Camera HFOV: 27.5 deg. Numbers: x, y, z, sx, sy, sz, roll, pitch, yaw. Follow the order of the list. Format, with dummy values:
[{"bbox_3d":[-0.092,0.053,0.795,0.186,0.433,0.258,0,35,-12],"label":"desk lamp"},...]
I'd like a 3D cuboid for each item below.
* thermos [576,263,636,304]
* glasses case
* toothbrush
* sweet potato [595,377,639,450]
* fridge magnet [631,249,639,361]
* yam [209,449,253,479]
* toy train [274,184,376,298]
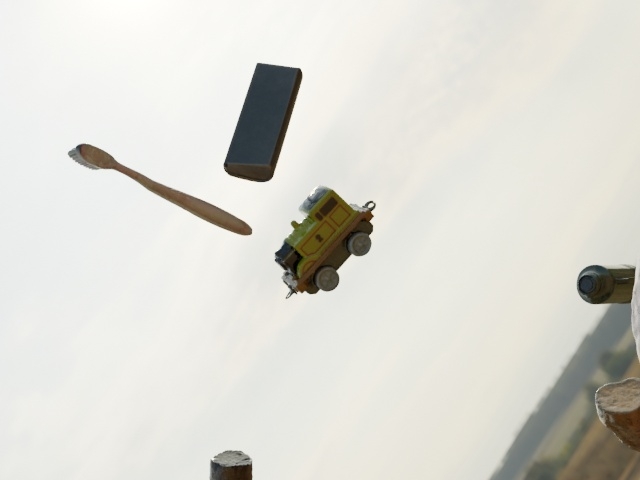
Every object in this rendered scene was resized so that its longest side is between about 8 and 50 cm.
[{"bbox_3d":[0.506,0.080,2.291,0.188,0.083,0.073,1,-65,-56],"label":"thermos"},{"bbox_3d":[-0.079,-0.167,1.825,0.042,0.072,0.190,92,-169,-56],"label":"glasses case"},{"bbox_3d":[-0.197,-0.060,1.665,0.307,0.030,0.025,26,-118,-43],"label":"toothbrush"},{"bbox_3d":[0.485,0.266,1.933,0.252,0.097,0.097,32,-89,-48],"label":"sweet potato"},{"bbox_3d":[0.426,0.035,1.212,0.363,0.155,0.363,-170,90,-67],"label":"fridge magnet"},{"bbox_3d":[-0.149,0.426,2.206,0.079,0.079,0.141,-33,-53,-59],"label":"yam"},{"bbox_3d":[0.000,0.000,2.154,0.219,0.127,0.089,-47,21,-6],"label":"toy train"}]
